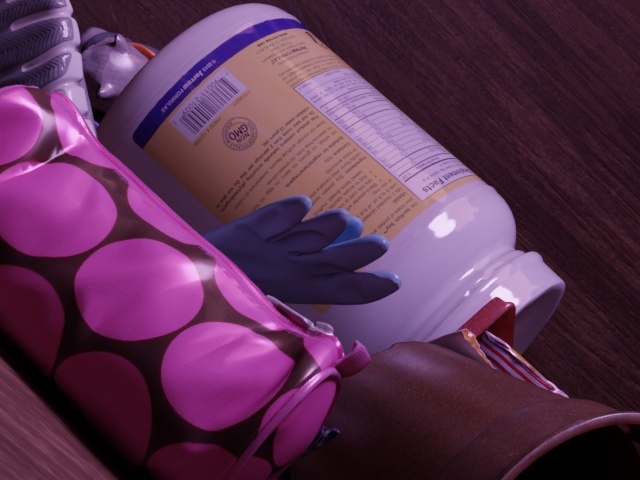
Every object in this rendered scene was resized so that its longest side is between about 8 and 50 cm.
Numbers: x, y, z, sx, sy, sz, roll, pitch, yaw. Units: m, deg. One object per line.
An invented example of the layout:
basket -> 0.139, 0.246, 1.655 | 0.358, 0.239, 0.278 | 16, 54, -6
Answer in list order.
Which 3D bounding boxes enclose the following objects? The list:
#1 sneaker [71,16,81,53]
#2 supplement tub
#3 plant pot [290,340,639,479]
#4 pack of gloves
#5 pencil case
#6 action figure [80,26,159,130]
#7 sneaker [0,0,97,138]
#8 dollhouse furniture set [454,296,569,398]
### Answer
sneaker -> -0.166, -0.070, 1.001 | 0.083, 0.118, 0.222 | 42, 0, 36
supplement tub -> 0.000, 0.000, 1.274 | 0.331, 0.241, 0.241 | 42, 0, 15
plant pot -> 0.078, 0.131, 0.789 | 0.167, 0.167, 0.165 | 42, -7, -35
pack of gloves -> 0.002, 0.051, 0.946 | 0.195, 0.046, 0.232 | 44, -36, -20
pencil case -> -0.083, 0.019, 0.679 | 0.209, 0.098, 0.095 | 41, 0, 16
action figure -> -0.260, -0.184, 1.745 | 0.341, 0.178, 0.330 | 44, -10, -15
sneaker -> -0.150, -0.044, 0.903 | 0.132, 0.086, 0.229 | 70, 0, -67
dollhouse furniture set -> 0.148, 0.225, 1.169 | 0.201, 0.152, 0.374 | 42, -18, 24
